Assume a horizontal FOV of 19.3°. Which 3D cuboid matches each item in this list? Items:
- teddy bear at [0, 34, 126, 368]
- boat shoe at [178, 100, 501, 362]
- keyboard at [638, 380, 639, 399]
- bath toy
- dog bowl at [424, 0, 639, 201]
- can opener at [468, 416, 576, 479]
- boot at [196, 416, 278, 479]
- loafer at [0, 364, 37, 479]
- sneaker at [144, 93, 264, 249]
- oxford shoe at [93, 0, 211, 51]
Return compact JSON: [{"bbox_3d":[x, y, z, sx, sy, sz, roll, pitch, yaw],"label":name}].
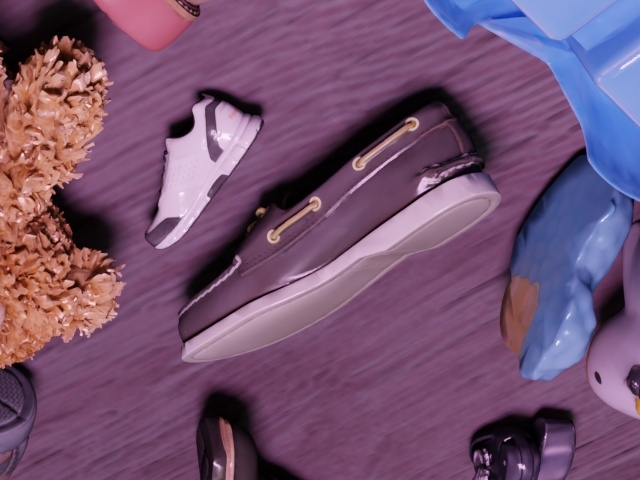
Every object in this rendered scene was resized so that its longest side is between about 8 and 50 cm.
[{"bbox_3d":[-0.227,-0.054,1.019,0.245,0.113,0.338,-1,126,-9],"label":"teddy bear"},{"bbox_3d":[0.000,0.000,1.111,0.228,0.068,0.081,-31,163,25],"label":"boat shoe"},{"bbox_3d":[0.276,-0.046,0.993,0.201,0.033,0.317,-6,118,-14],"label":"keyboard"},{"bbox_3d":[0.287,0.067,1.137,0.348,0.129,0.151,15,126,-15],"label":"bath toy"},{"bbox_3d":[0.169,-0.140,1.001,0.166,0.074,0.297,-37,122,24],"label":"dog bowl"},{"bbox_3d":[0.122,0.195,1.273,0.073,0.059,0.186,7,127,-9],"label":"can opener"},{"bbox_3d":[-0.010,0.178,1.255,0.137,0.077,0.198,-7,142,-3],"label":"boot"},{"bbox_3d":[-0.315,0.117,1.174,0.267,0.096,0.084,7,134,-10],"label":"loafer"},{"bbox_3d":[-0.076,-0.041,1.096,0.044,0.040,0.109,33,118,-6],"label":"sneaker"},{"bbox_3d":[-0.131,-0.256,0.875,0.130,0.123,0.348,-33,122,10],"label":"oxford shoe"}]
